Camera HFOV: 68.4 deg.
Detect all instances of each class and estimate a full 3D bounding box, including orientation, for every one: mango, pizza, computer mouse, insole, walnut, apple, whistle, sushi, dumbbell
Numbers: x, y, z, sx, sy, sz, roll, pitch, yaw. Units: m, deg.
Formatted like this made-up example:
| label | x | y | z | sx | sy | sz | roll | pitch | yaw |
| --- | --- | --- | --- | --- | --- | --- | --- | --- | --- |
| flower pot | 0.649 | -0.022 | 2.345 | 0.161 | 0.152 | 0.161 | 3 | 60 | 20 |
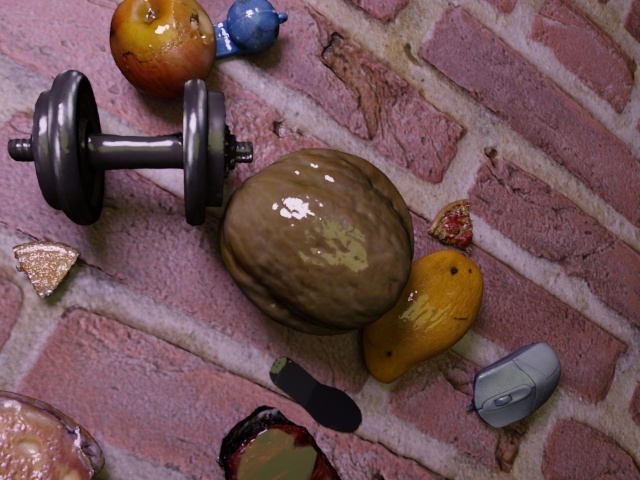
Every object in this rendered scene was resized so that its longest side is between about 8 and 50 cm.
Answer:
| label | x | y | z | sx | sy | sz | roll | pitch | yaw |
| --- | --- | --- | --- | --- | --- | --- | --- | --- | --- |
| mango | 0.172 | 0.123 | 0.788 | 0.262 | 0.109 | 0.157 | -47 | 106 | -15 |
| pizza | -0.424 | 0.262 | 0.570 | 0.305 | 0.085 | 0.162 | 20 | 58 | -20 |
| computer mouse | 0.371 | 0.265 | 0.874 | 0.228 | 0.068 | 0.113 | -25 | 94 | -20 |
| insole | -0.006 | 0.254 | 0.768 | 0.188 | 0.004 | 0.064 | 40 | 74 | -14 |
| walnut | 0.000 | 0.000 | 0.670 | 0.282 | 0.227 | 0.284 | -1 | 94 | -11 |
| apple | -0.219 | -0.273 | 0.649 | 0.146 | 0.146 | 0.147 | 1 | 86 | -20 |
| pizza | 0.255 | -0.037 | 0.872 | 0.100 | 0.029 | 0.099 | 27 | 77 | -17 |
| whistle | -0.120 | -0.327 | 0.722 | 0.157 | 0.090 | 0.091 | -24 | 95 | -21 |
| pizza | -0.372 | 0.039 | 0.635 | 0.083 | 0.025 | 0.078 | 8 | 79 | -18 |
| sushi | -0.045 | 0.354 | 0.689 | 0.136 | 0.126 | 0.225 | -41 | 95 | -16 |
| dumbbell | -0.231 | -0.113 | 0.600 | 0.289 | 0.192 | 0.192 | -2 | 87 | -15 |
